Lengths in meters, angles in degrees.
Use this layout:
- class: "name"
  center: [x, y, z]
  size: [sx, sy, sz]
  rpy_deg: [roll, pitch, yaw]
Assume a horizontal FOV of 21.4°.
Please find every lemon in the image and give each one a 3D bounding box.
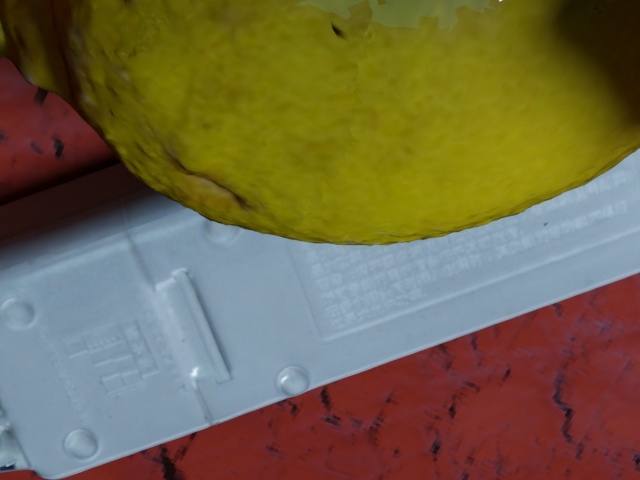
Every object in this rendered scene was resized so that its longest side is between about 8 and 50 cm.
- class: "lemon"
  center: [0.020, -0.092, 0.500]
  size: [0.256, 0.188, 0.188]
  rpy_deg: [-15, 120, -8]

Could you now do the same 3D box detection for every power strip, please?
- class: "power strip"
  center: [0.000, 0.000, 0.622]
  size: [0.338, 0.058, 0.098]
  rpy_deg: [-20, 121, 0]
